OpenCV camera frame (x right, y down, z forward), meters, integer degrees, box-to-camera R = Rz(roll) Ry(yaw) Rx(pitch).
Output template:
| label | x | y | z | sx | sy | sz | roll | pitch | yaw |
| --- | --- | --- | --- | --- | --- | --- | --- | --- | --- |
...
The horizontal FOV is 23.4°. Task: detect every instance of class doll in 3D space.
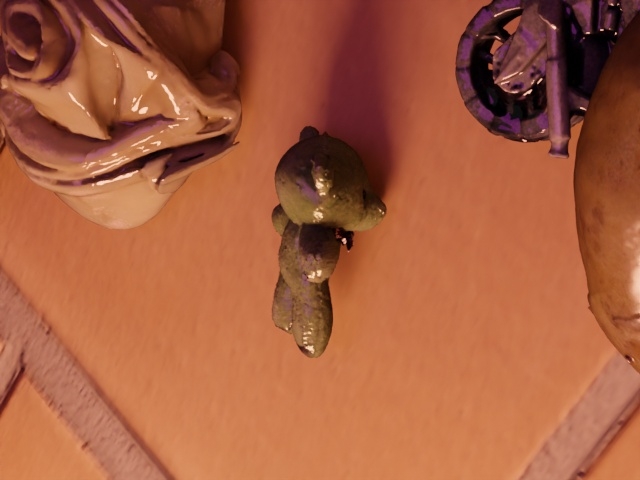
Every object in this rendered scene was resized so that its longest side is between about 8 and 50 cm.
| label | x | y | z | sx | sy | sz | roll | pitch | yaw |
| --- | --- | --- | --- | --- | --- | --- | --- | --- | --- |
| doll | 0.000 | 0.000 | 1.050 | 0.115 | 0.077 | 0.150 | -119 | 36 | -66 |

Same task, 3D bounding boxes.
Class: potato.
| label | x | y | z | sx | sy | sz | roll | pitch | yaw |
| --- | --- | --- | --- | --- | --- | --- | --- | --- | --- |
| potato | 0.212 | -0.021 | 0.798 | 0.165 | 0.165 | 0.262 | 27 | 129 | 34 |

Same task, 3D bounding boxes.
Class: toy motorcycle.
| label | x | y | z | sx | sy | sz | roll | pitch | yaw |
| --- | --- | --- | --- | --- | --- | --- | --- | --- | --- |
| toy motorcycle | 0.200 | -0.164 | 0.873 | 0.173 | 0.108 | 0.307 | 41 | 115 | 24 |

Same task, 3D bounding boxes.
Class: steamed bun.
| label | x | y | z | sx | sy | sz | roll | pitch | yaw |
| --- | --- | --- | --- | --- | --- | --- | --- | --- | --- |
| steamed bun | -0.166 | -0.126 | 1.122 | 0.218 | 0.144 | 0.211 | -36 | 69 | 32 |
